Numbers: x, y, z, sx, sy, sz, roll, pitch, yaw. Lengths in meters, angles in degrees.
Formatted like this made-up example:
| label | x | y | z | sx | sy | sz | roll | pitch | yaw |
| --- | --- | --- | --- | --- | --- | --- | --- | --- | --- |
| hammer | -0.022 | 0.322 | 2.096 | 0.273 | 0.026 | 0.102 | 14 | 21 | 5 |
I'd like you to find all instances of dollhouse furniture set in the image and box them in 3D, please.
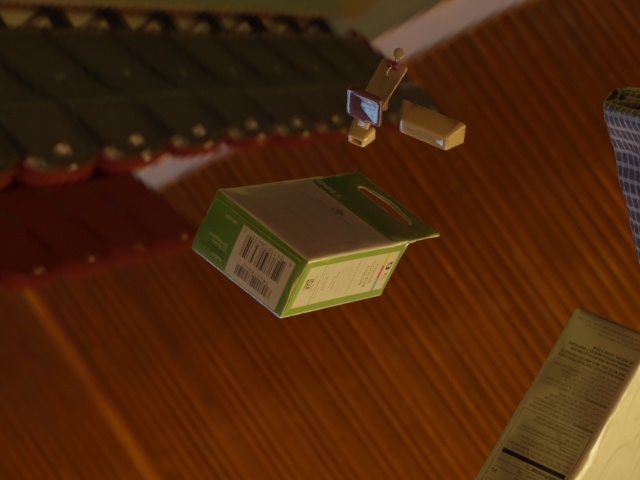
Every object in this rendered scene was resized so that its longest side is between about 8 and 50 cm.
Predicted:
| label | x | y | z | sx | sy | sz | roll | pitch | yaw |
| --- | --- | --- | --- | --- | --- | --- | --- | --- | --- |
| dollhouse furniture set | 0.093 | -0.127 | 1.470 | 0.081 | 0.114 | 0.091 | -59 | 165 | -27 |

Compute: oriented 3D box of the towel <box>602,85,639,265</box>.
| label | x | y | z | sx | sy | sz | roll | pitch | yaw |
| --- | --- | --- | --- | --- | --- | --- | --- | --- | --- |
| towel | 0.432 | -0.061 | 1.774 | 0.121 | 0.235 | 0.284 | -17 | -167 | -9 |

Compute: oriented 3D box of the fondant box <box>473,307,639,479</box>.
| label | x | y | z | sx | sy | sz | roll | pitch | yaw |
| --- | --- | --- | --- | --- | --- | --- | --- | --- | --- |
| fondant box | 0.241 | 0.269 | 1.567 | 0.330 | 0.096 | 0.238 | -56 | 147 | -17 |

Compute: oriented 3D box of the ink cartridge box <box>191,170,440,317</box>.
| label | x | y | z | sx | sy | sz | roll | pitch | yaw |
| --- | --- | --- | --- | --- | --- | --- | --- | --- | --- |
| ink cartridge box | 0.000 | 0.000 | 1.339 | 0.209 | 0.109 | 0.062 | -11 | 133 | -54 |
